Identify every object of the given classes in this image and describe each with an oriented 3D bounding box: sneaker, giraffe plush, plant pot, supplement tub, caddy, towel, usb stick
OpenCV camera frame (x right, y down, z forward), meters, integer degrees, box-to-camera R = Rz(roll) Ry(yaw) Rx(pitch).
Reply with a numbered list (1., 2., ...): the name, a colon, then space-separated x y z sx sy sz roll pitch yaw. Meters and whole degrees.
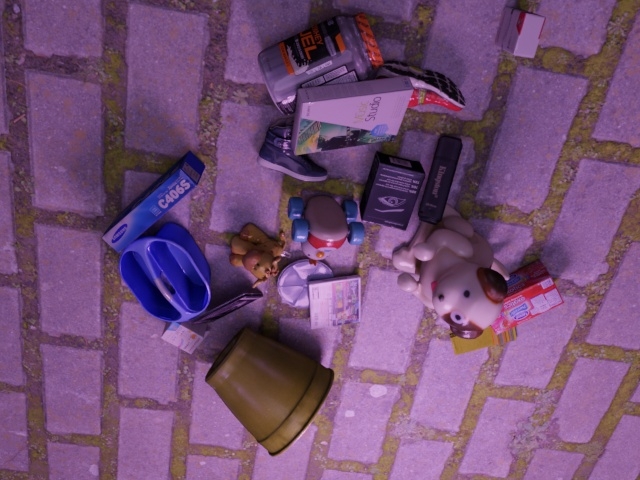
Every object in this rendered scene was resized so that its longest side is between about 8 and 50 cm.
1. sneaker: -0.067 -0.278 1.826 0.226 0.086 0.164 17 119 -9
2. giraffe plush: -0.198 0.065 1.954 0.210 0.170 0.182 8 117 -5
3. plant pot: -0.202 0.500 2.108 0.353 0.366 0.366 39 111 -7
4. sneaker: 0.290 -0.435 1.761 0.278 0.107 0.118 19 134 -7
5. supplement tub: 0.002 -0.492 1.655 0.315 0.194 0.194 -22 116 9
6. caddy: -0.501 0.114 1.961 0.241 0.179 0.341 -21 120 10
7. towel: 0.602 0.359 2.209 0.237 0.021 0.102 -17 116 8
8. usb stick: 0.366 -0.187 1.831 0.077 0.045 0.278 16 84 5

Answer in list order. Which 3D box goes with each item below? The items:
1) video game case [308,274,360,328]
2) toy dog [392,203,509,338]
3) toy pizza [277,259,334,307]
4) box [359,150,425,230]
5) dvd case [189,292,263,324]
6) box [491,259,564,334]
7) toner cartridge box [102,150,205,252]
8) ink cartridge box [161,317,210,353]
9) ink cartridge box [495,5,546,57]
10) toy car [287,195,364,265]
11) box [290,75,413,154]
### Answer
1. video game case: 0.051 0.216 2.098 0.183 0.023 0.201 -7 122 -8
2. toy dog: 0.424 0.123 1.864 0.395 0.408 0.285 29 114 -15
3. toy pizza: -0.050 0.147 2.076 0.201 0.032 0.201 -3 120 -5
4. box: 0.221 -0.154 1.884 0.153 0.108 0.207 13 117 -8
5. dvd case: -0.320 0.232 2.057 0.221 0.164 0.018 -27 79 13
6. box: 0.681 0.196 2.067 0.256 0.123 0.128 -29 114 14
7. toner cartridge box: -0.514 -0.121 1.855 0.347 0.165 0.075 -38 111 16
8. ink cartridge box: -0.475 0.325 2.130 0.143 0.090 0.092 33 112 -16
9. ink cartridge box: 0.547 -0.575 1.648 0.063 0.150 0.109 5 118 -8
10. toy car: 0.000 0.000 1.922 0.219 0.210 0.238 2 131 -13
11. box: 0.083 -0.351 1.698 0.321 0.059 0.232 -9 153 -13
